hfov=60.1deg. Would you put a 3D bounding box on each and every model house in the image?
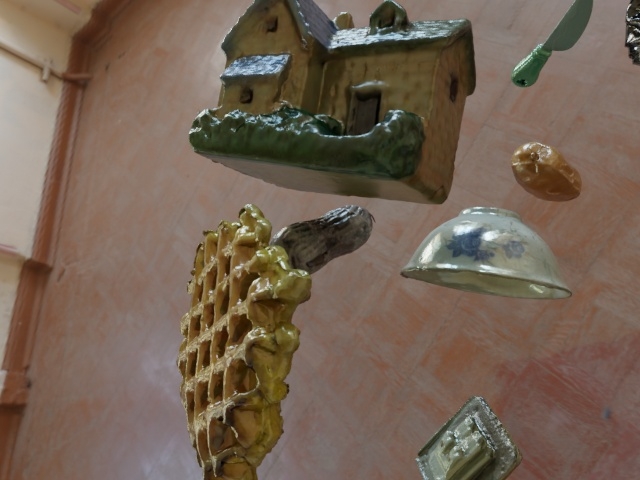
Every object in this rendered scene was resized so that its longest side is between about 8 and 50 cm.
[{"bbox_3d":[0.041,-0.259,0.937,0.382,0.334,0.342,10,87,27],"label":"model house"}]

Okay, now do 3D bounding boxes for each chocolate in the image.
[{"bbox_3d":[0.000,0.000,1.095,0.110,0.248,0.110,34,134,44],"label":"chocolate"}]

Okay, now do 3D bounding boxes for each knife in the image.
[{"bbox_3d":[0.451,-0.377,1.063,0.260,0.063,0.034,123,167,-68],"label":"knife"}]

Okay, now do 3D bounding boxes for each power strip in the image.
[{"bbox_3d":[0.275,0.426,1.101,0.213,0.064,0.198,-52,20,9],"label":"power strip"}]

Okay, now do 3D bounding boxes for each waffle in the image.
[{"bbox_3d":[-0.083,0.089,0.522,0.238,0.059,0.243,35,112,60],"label":"waffle"}]

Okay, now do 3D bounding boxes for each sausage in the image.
[{"bbox_3d":[0.588,-0.173,1.441,0.136,0.241,0.120,3,76,47],"label":"sausage"}]

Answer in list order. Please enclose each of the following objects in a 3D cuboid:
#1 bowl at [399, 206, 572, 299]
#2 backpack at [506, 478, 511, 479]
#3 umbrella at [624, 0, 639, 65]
[{"bbox_3d":[0.319,0.019,1.062,0.313,0.313,0.146,3,80,44],"label":"bowl"},{"bbox_3d":[0.505,0.774,1.441,0.201,0.378,0.353,-50,57,2],"label":"backpack"},{"bbox_3d":[0.260,-0.207,0.438,0.071,0.080,0.224,-8,86,4],"label":"umbrella"}]
